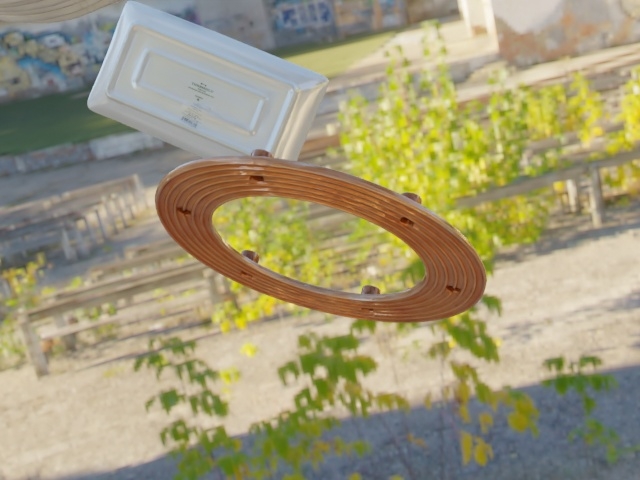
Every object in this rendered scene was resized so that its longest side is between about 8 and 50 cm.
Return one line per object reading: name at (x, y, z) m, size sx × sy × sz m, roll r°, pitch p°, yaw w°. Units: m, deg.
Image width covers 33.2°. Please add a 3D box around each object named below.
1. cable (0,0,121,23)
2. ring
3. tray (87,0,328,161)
cable at (-0.163, -0.249, 0.574) m, size 0.257 × 0.257 × 0.089 m, roll -4°, pitch 2°, yaw 17°
ring at (0.000, 0.000, 1.065) m, size 0.337 × 0.336 × 0.032 m, roll -1°, pitch 62°, yaw 34°
tray at (-0.140, -0.175, 1.270) m, size 0.270 × 0.145 × 0.030 m, roll 23°, pitch 5°, yaw 10°
